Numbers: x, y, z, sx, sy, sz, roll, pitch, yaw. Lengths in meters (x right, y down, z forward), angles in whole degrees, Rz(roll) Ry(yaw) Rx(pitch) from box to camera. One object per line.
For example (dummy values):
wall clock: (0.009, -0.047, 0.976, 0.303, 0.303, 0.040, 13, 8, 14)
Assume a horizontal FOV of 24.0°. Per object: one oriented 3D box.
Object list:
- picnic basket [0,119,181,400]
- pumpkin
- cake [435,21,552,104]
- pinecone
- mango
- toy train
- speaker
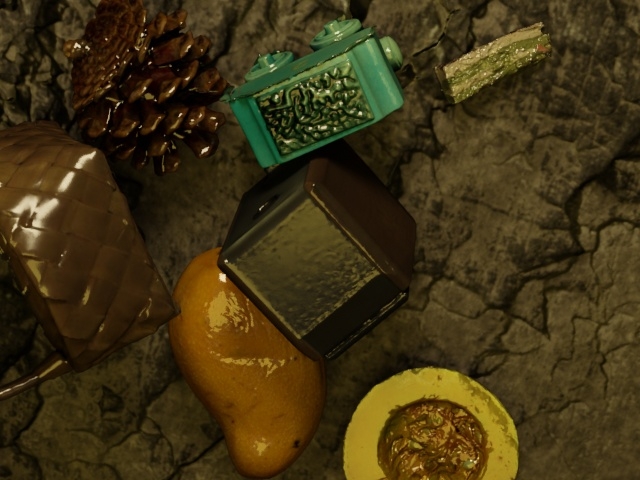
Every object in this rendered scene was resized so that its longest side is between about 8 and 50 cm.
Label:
picnic basket: (-0.366, 0.035, 1.690, 0.337, 0.337, 0.293, -21, 109, 11)
pumpkin: (0.141, 0.254, 1.880, 0.217, 0.110, 0.217, 1, 98, 9)
cake: (0.200, -0.204, 1.732, 0.140, 0.055, 0.051, -24, 100, 10)
pinecone: (-0.193, -0.169, 1.712, 0.168, 0.212, 0.186, 13, 69, 33)
mango: (-0.085, 0.144, 1.844, 0.177, 0.120, 0.295, -17, 109, 2)
toy train: (-0.004, -0.167, 1.700, 0.203, 0.163, 0.112, -26, 108, 11)
speaker: (0.000, 0.000, 1.724, 0.153, 0.231, 0.192, -39, 103, 16)
